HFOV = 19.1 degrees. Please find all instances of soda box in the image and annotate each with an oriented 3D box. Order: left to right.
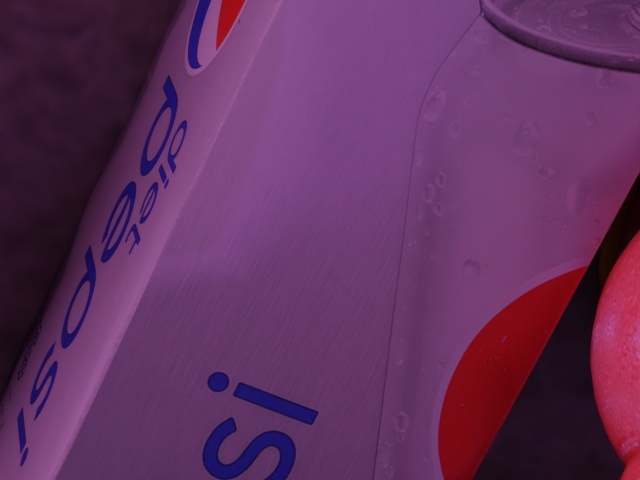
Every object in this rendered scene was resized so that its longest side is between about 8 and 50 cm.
[{"bbox_3d":[0.000,0.000,0.461,0.098,0.091,0.286,22,105,-18],"label":"soda box"}]

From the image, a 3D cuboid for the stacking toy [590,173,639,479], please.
[{"bbox_3d":[0.219,-0.019,0.399,0.279,0.130,0.309,30,114,9],"label":"stacking toy"}]
